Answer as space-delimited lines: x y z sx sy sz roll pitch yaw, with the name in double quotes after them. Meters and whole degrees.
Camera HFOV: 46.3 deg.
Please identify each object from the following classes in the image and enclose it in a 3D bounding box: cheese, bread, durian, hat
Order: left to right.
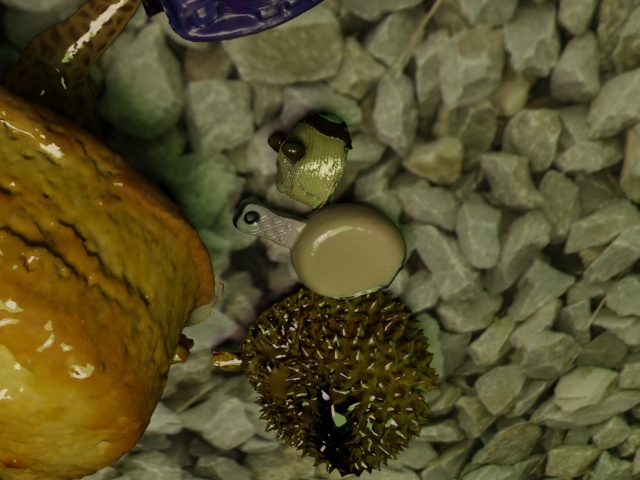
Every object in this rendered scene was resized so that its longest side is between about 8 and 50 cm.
-0.265 0.050 0.553 0.337 0.204 0.358 -23 137 37 "bread"
-0.012 -0.072 0.642 0.059 0.077 0.076 13 119 -19 "hat"
-0.001 0.006 0.714 0.171 0.047 0.092 3 119 -14 "cheese"
0.011 0.149 0.754 0.237 0.137 0.193 2 122 -12 "durian"

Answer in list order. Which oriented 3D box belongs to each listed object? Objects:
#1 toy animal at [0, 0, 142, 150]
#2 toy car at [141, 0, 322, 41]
-0.189 -0.119 0.592 0.149 0.054 0.275 9 119 -20 "toy animal"
-0.069 -0.246 0.443 0.172 0.158 0.235 -25 98 -1 "toy car"
